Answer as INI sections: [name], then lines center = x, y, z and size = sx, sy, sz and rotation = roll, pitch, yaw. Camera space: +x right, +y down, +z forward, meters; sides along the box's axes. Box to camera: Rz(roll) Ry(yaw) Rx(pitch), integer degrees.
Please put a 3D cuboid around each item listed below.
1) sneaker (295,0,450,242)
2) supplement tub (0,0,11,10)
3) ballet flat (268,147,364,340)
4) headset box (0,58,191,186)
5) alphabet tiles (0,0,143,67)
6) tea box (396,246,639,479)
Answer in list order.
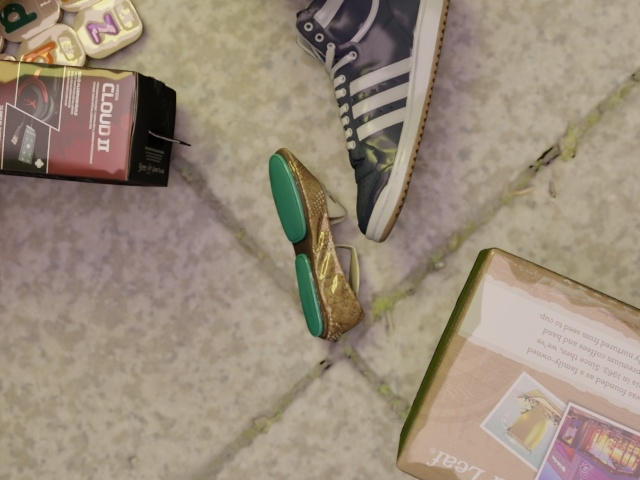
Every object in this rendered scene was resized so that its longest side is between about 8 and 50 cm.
[sneaker]
center = 0.035, -0.147, 1.636
size = 0.153, 0.099, 0.282
rotation = 13, 84, -1
[supplement tub]
center = -0.367, -0.295, 1.622
size = 0.199, 0.144, 0.144
rotation = -42, 87, 3
[ballet flat]
center = 0.000, 0.000, 1.666
size = 0.067, 0.073, 0.206
rotation = -14, 92, -23
[headset box]
center = -0.277, -0.117, 1.579
size = 0.293, 0.218, 0.110
rotation = 5, 91, 4
[alphabet tiles]
center = -0.343, -0.230, 1.703
size = 0.278, 0.021, 0.284
rotation = -28, 88, 3
[tea box]
center = 0.262, 0.168, 1.511
size = 0.329, 0.323, 0.220
rotation = 24, 92, 3
